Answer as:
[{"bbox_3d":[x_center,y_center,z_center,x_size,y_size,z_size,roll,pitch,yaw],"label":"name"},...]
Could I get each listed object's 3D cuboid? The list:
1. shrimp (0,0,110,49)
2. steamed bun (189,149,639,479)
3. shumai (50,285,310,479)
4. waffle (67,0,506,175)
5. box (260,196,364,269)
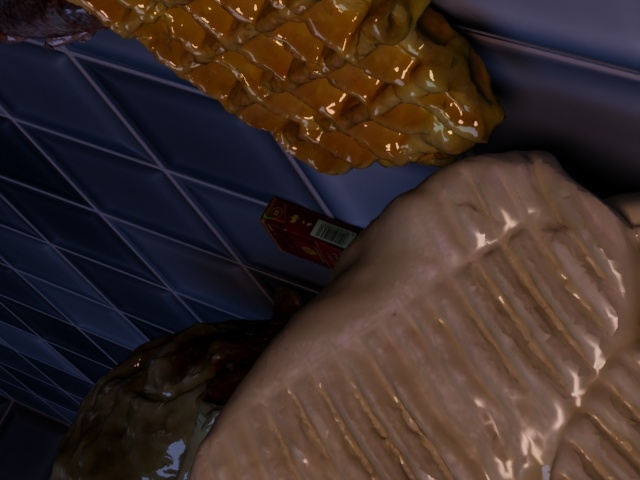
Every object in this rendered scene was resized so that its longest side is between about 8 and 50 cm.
[{"bbox_3d":[-0.175,-0.150,0.952,0.190,0.073,0.075,-1,104,42],"label":"shrimp"},{"bbox_3d":[0.148,0.133,0.846,0.394,0.346,0.237,-8,165,24],"label":"steamed bun"},{"bbox_3d":[-0.061,0.189,1.333,0.330,0.292,0.288,-6,-179,-10],"label":"shumai"},{"bbox_3d":[-0.003,-0.109,0.809,0.229,0.057,0.219,33,163,-17],"label":"waffle"},{"bbox_3d":[0.000,0.000,1.182,0.082,0.023,0.051,21,160,24],"label":"box"}]
